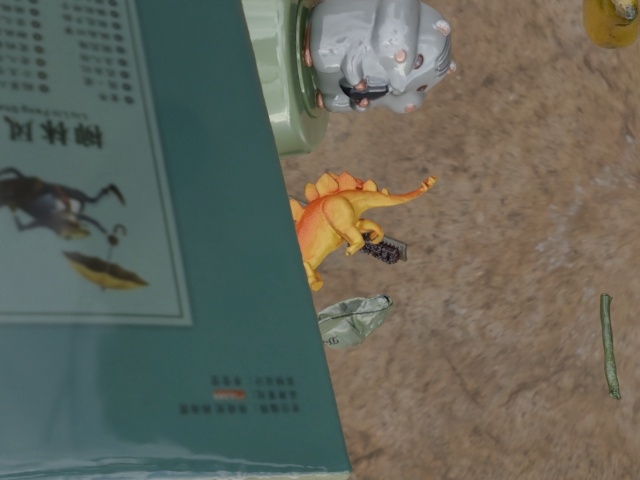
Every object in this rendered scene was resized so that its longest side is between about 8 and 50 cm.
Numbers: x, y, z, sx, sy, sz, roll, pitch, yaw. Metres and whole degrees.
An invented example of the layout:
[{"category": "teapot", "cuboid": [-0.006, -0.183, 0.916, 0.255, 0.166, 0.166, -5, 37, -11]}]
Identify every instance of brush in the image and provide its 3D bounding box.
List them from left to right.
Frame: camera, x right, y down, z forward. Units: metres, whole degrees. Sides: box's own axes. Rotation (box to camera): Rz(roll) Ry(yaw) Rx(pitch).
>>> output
[{"category": "brush", "cuboid": [0.037, -0.018, 1.862, 0.248, 0.036, 0.043, 25, 140, 28]}]

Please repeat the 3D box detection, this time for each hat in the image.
[{"category": "hat", "cuboid": [0.031, 0.140, 1.796, 0.122, 0.166, 0.081, -7, 92, 51]}]

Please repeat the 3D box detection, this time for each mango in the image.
[{"category": "mango", "cuboid": [0.389, -0.307, 1.472, 0.075, 0.190, 0.098, -28, 82, 9]}]

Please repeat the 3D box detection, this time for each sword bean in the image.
[{"category": "sword bean", "cuboid": [0.207, 0.076, 0.790, 0.012, 0.012, 0.083, -8, 58, 18]}]

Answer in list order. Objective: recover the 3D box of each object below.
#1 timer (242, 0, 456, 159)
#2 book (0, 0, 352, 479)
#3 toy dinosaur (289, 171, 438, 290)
[{"category": "timer", "cuboid": [0.015, -0.239, 1.428, 0.315, 0.291, 0.290, -1, 91, 14]}, {"category": "book", "cuboid": [-0.138, -0.059, 0.507, 0.031, 0.264, 0.379, -49, 46, 48]}, {"category": "toy dinosaur", "cuboid": [0.013, -0.026, 1.369, 0.288, 0.070, 0.117, -40, 77, -12]}]
